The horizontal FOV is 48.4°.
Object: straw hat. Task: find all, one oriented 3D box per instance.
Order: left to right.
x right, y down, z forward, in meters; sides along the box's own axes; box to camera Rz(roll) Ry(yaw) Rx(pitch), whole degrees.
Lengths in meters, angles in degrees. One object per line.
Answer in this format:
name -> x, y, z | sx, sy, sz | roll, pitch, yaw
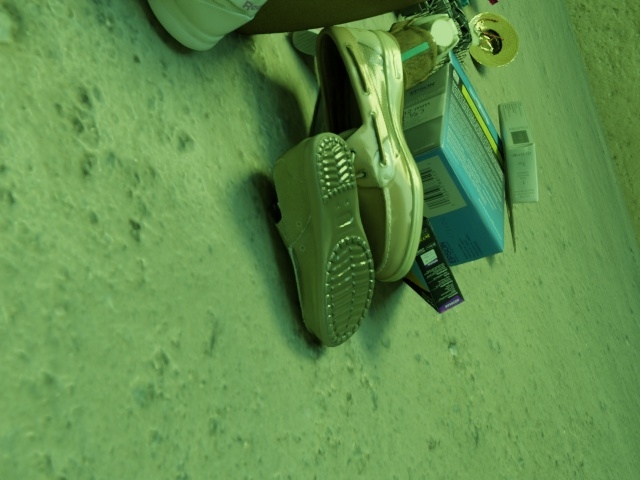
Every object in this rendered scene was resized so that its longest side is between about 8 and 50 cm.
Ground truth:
straw hat -> 0.422, -0.492, 1.785 | 0.061, 0.145, 0.144 | 130, -52, -80

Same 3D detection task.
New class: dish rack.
dish rack -> 0.259, -0.424, 1.499 | 0.271, 0.074, 0.208 | 58, 36, -24

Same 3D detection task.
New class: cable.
cable -> 0.296, -0.523, 1.637 | 0.184, 0.047, 0.150 | 55, 31, -23

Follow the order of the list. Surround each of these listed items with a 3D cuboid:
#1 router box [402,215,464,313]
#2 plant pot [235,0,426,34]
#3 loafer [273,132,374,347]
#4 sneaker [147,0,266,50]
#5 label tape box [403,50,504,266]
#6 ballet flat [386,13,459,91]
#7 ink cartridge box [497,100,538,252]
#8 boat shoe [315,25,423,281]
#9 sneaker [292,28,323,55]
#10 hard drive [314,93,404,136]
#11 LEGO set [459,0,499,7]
router box -> 0.141, 0.019, 1.051 | 0.133, 0.046, 0.179 | 64, -3, -14
plant pot -> -0.015, -0.360, 0.876 | 0.237, 0.254, 0.237 | 29, 54, -48
loafer -> 0.000, 0.000, 0.893 | 0.102, 0.092, 0.268 | -15, 105, -45
sneaker -> -0.161, -0.359, 0.749 | 0.305, 0.152, 0.114 | 54, 39, -26
label tape box -> 0.243, -0.162, 1.321 | 0.249, 0.115, 0.347 | 53, 32, -30
ballet flat -> 0.171, -0.333, 1.209 | 0.116, 0.124, 0.342 | 59, 21, -9
ink cartridge box -> 0.424, -0.142, 1.525 | 0.275, 0.060, 0.238 | -72, 152, -60
boat shoe -> 0.049, -0.112, 0.941 | 0.110, 0.122, 0.341 | -2, 82, -35
sneaker -> 0.028, -0.289, 1.061 | 0.134, 0.051, 0.070 | 24, 35, -3
hard drive -> 0.068, -0.186, 1.113 | 0.172, 0.054, 0.254 | 46, 41, -36
LEGO set -> 0.325, -0.649, 1.699 | 0.227, 0.087, 0.093 | 32, 47, -38
